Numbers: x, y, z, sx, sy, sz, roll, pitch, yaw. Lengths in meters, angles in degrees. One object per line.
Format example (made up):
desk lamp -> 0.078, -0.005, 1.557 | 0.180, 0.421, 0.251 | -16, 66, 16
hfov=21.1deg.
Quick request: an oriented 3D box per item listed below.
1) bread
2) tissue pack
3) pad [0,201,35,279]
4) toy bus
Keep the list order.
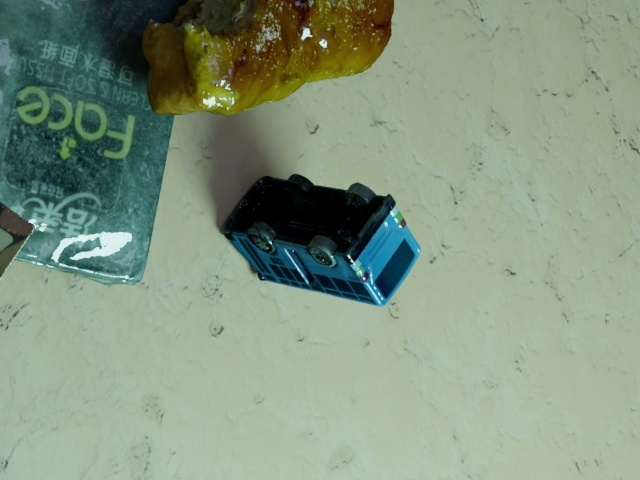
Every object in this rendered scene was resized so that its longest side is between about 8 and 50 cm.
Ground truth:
bread -> -0.043, -0.232, 1.656 | 0.380, 0.109, 0.185 | -28, 121, -58
tissue pack -> -0.244, -0.133, 1.572 | 0.228, 0.103, 0.316 | 15, 83, -38
pad -> -0.381, -0.011, 1.442 | 0.235, 0.003, 0.158 | 34, 86, -11
toy bus -> 0.000, 0.000, 1.739 | 0.090, 0.184, 0.106 | -55, 132, -23
